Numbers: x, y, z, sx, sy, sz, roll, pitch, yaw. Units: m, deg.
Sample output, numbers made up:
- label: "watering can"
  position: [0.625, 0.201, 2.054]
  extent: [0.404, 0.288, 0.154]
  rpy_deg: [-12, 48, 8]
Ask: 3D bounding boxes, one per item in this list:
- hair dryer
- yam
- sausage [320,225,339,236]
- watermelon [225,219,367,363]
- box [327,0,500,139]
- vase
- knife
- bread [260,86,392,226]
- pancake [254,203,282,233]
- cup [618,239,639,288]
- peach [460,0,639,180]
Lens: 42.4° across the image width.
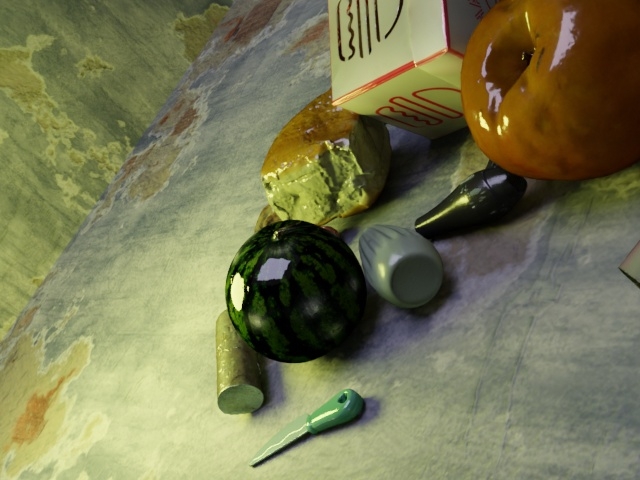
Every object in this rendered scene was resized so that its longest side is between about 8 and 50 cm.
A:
- label: "hair dryer"
  position: [0.295, -0.117, 1.506]
  extent: [0.235, 0.091, 0.272]
  rpy_deg: [-30, 19, 46]
- label: "yam"
  position: [-0.164, 0.232, 1.632]
  extent: [0.093, 0.093, 0.259]
  rpy_deg: [-38, 30, 16]
- label: "sausage"
  position: [0.000, 0.000, 1.736]
  extent: [0.094, 0.059, 0.054]
  rpy_deg: [-22, 25, 44]
- label: "watermelon"
  position: [-0.049, 0.091, 1.501]
  extent: [0.269, 0.269, 0.269]
  rpy_deg: [-33, 32, 24]
- label: "box"
  position: [0.220, -0.405, 1.596]
  extent: [0.300, 0.312, 0.314]
  rpy_deg: [-19, 68, 46]
- label: "vase"
  position: [0.129, 0.032, 1.468]
  extent: [0.128, 0.128, 0.248]
  rpy_deg: [-45, 20, 2]
- label: "knife"
  position: [-0.031, 0.318, 1.415]
  extent: [0.260, 0.034, 0.063]
  rpy_deg: [-33, 27, 29]
- label: "bread"
  position: [0.012, -0.171, 1.748]
  extent: [0.279, 0.225, 0.250]
  rpy_deg: [-17, 41, 30]
- label: "pancake"
  position: [-0.066, -0.068, 1.942]
  extent: [0.235, 0.029, 0.212]
  rpy_deg: [-5, 48, 48]
- label: "cup"
  position: [0.510, -0.029, 0.990]
  extent: [0.288, 0.203, 0.203]
  rpy_deg: [-48, 28, 9]
- label: "peach"
  position: [0.396, -0.246, 1.274]
  extent: [0.342, 0.301, 0.343]
  rpy_deg: [-29, 53, 47]
